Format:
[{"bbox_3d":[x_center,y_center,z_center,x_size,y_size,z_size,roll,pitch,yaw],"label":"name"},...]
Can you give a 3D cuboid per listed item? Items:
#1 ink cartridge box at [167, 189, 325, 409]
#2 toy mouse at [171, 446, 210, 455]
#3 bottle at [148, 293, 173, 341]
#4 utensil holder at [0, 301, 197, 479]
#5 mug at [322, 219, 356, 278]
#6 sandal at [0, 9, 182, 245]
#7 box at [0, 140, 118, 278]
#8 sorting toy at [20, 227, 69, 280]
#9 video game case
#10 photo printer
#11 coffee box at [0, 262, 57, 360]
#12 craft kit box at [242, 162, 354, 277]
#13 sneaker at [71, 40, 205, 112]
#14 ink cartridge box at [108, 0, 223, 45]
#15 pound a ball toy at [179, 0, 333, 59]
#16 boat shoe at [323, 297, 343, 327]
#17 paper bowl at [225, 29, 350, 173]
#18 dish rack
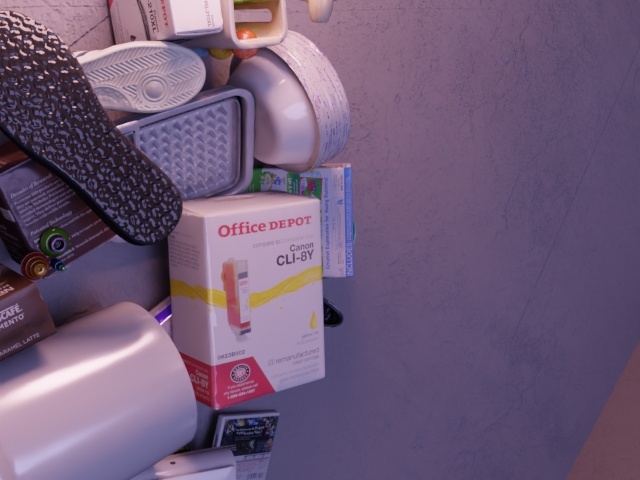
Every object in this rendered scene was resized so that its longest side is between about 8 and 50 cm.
[{"bbox_3d":[-0.146,0.108,1.774,0.279,0.160,0.385,-10,104,-36],"label":"ink cartridge box"},{"bbox_3d":[-0.328,0.517,1.927,0.161,0.031,0.143,11,93,-41],"label":"toy mouse"},{"bbox_3d":[-0.269,0.152,1.849,0.283,0.092,0.118,-40,126,-26],"label":"bottle"},{"bbox_3d":[-0.461,0.320,1.582,0.385,0.327,0.328,-23,114,-36],"label":"utensil holder"},{"bbox_3d":[-0.004,-0.008,2.030,0.129,0.097,0.158,36,78,-40],"label":"mug"},{"bbox_3d":[-0.412,-0.165,1.444,0.167,0.107,0.446,-48,115,-27],"label":"sandal"},{"bbox_3d":[-0.490,-0.071,1.562,0.167,0.168,0.203,-35,120,-27],"label":"box"},{"bbox_3d":[-0.453,0.029,1.479,0.102,0.042,0.061,-52,126,-15],"label":"sorting toy"},{"bbox_3d":[-0.180,0.480,2.030,0.190,0.022,0.173,9,95,-50],"label":"video game case"},{"bbox_3d":[-0.331,0.578,1.852,0.307,0.107,0.256,-6,109,-22],"label":"photo printer"},{"bbox_3d":[-0.569,0.114,1.489,0.141,0.246,0.098,-30,118,-31],"label":"coffee box"},{"bbox_3d":[-0.052,-0.040,1.919,0.246,0.061,0.250,-1,105,-2],"label":"craft kit box"},{"bbox_3d":[-0.385,-0.292,1.569,0.350,0.148,0.131,-10,115,-16],"label":"sneaker"},{"bbox_3d":[-0.287,-0.440,1.585,0.100,0.237,0.172,-16,102,-36],"label":"ink cartridge box"},{"bbox_3d":[-0.146,-0.414,1.669,0.208,0.319,0.136,-16,110,-37],"label":"pound a ball toy"},{"bbox_3d":[-0.050,0.148,2.040,0.254,0.079,0.095,32,80,-40],"label":"boat shoe"},{"bbox_3d":[-0.084,-0.267,1.778,0.148,0.284,0.284,-31,118,-30],"label":"paper bowl"},{"bbox_3d":[-0.286,-0.158,1.704,0.332,0.072,0.286,-23,142,-25],"label":"dish rack"}]
